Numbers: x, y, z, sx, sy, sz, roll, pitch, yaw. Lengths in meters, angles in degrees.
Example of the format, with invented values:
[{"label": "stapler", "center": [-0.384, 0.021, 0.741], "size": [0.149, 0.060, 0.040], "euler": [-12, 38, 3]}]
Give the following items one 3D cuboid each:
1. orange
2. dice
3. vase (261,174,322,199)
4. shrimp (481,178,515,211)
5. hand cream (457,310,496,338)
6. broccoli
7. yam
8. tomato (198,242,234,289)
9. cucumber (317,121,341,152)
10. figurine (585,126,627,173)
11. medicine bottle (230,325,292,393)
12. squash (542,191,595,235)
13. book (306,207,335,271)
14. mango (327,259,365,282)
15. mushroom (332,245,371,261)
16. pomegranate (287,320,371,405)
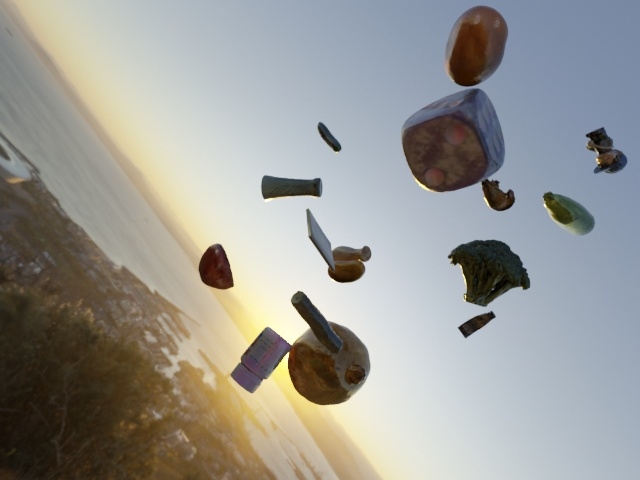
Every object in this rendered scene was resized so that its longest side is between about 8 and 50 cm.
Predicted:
[{"label": "orange", "center": [0.497, -0.615, 1.329], "size": [0.172, 0.239, 0.240], "euler": [12, -17, -1]}, {"label": "dice", "center": [0.457, -0.341, 1.433], "size": [0.272, 0.270, 0.270], "euler": [-14, -65, 39]}, {"label": "vase", "center": [-0.104, -0.198, 1.561], "size": [0.096, 0.220, 0.095], "euler": [2, 90, -79]}, {"label": "shrimp", "center": [0.753, -0.237, 1.792], "size": [0.262, 0.118, 0.066], "euler": [56, 22, -31]}, {"label": "hand cream", "center": [0.682, 0.359, 1.806], "size": [0.062, 0.163, 0.039], "euler": [54, 16, 1]}, {"label": "broccoli", "center": [0.677, 0.130, 1.708], "size": [0.304, 0.283, 0.321], "euler": [17, 3, -42]}, {"label": "yam", "center": [-0.009, 0.308, 1.535], "size": [0.317, 0.071, 0.067], "euler": [55, 29, -30]}, {"label": "tomato", "center": [-0.497, 0.137, 1.945], "size": [0.200, 0.140, 0.232], "euler": [42, -35, 46]}, {"label": "cucumber", "center": [0.023, -0.313, 1.263], "size": [0.036, 0.033, 0.184], "euler": [-61, -141, 29]}, {"label": "figurine", "center": [0.881, -0.275, 1.292], "size": [0.149, 0.087, 0.086], "euler": [64, -22, -1]}, {"label": "medicine bottle", "center": [-0.249, 0.501, 1.752], "size": [0.152, 0.254, 0.152], "euler": [36, -13, 9]}, {"label": "squash", "center": [0.975, -0.104, 1.634], "size": [0.371, 0.118, 0.118], "euler": [20, 11, -39]}, {"label": "book", "center": [0.000, 0.000, 1.409], "size": [0.138, 0.016, 0.198], "euler": [-97, 162, -44]}, {"label": "mango", "center": [0.117, 0.137, 1.837], "size": [0.178, 0.090, 0.115], "euler": [-6, -49, 22]}, {"label": "mushroom", "center": [0.131, 0.068, 1.935], "size": [0.213, 0.097, 0.088], "euler": [-1, -90, 33]}, {"label": "pomegranate", "center": [0.053, 0.559, 1.867], "size": [0.410, 0.410, 0.410], "euler": [49, -15, 18]}]
